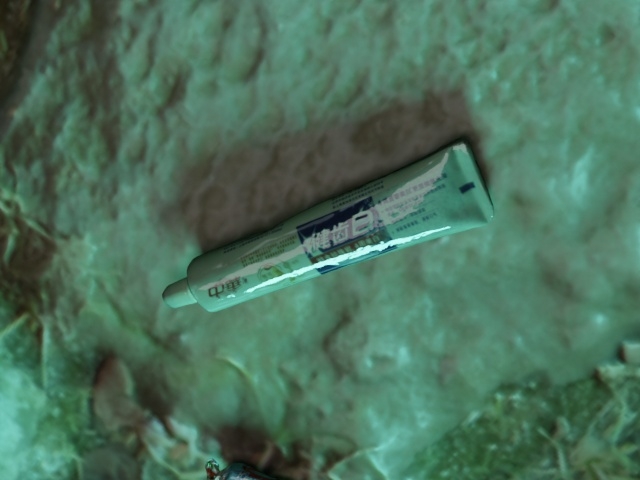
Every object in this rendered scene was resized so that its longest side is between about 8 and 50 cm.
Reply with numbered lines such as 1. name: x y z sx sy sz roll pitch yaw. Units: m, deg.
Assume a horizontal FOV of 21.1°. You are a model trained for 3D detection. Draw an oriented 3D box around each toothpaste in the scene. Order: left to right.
1. toothpaste: 0.000 0.000 1.119 0.233 0.038 0.060 -21 106 17

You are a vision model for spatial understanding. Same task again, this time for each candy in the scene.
1. candy: -0.043 0.175 1.197 0.083 0.020 0.030 16 111 9
